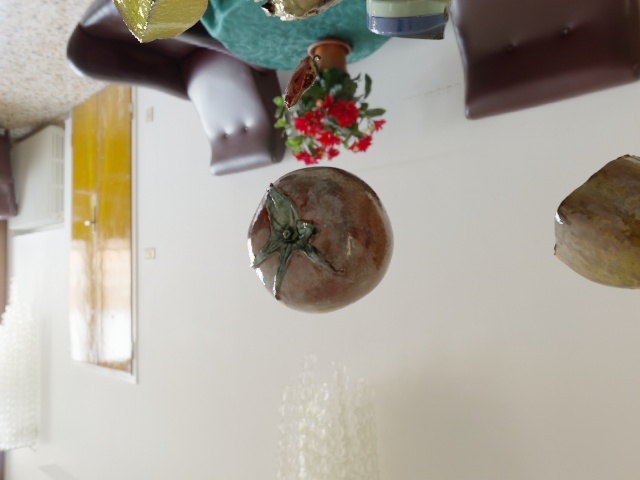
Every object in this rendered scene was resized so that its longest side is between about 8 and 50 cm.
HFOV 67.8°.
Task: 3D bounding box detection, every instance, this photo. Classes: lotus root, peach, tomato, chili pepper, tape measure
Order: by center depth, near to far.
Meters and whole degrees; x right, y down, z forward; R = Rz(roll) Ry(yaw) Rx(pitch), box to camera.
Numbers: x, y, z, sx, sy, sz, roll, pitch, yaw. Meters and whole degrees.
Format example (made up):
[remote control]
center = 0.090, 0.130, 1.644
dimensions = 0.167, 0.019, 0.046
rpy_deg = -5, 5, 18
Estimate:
[lotus root]
center = 0.508, -0.014, 0.767
dimensions = 0.180, 0.199, 0.188
rpy_deg = 49, 177, 46
[tomato]
center = 0.000, 0.000, 1.014
dimensions = 0.316, 0.317, 0.282
rpy_deg = -3, 172, 31
[chili pepper]
center = -0.048, -0.399, 1.185
dimensions = 0.050, 0.268, 0.059
rpy_deg = 5, 139, 20
[peach]
center = -0.486, -0.808, 1.401
dimensions = 0.242, 0.306, 0.380
rpy_deg = -33, -178, -24
[tape measure]
center = 0.281, -0.763, 1.571
dimensions = 0.262, 0.138, 0.259
rpy_deg = -1, -146, -7

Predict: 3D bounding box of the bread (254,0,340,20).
[bread]
center = 0.009, -0.560, 0.872
dimensions = 0.370, 0.191, 0.314
rpy_deg = -36, -143, -8
